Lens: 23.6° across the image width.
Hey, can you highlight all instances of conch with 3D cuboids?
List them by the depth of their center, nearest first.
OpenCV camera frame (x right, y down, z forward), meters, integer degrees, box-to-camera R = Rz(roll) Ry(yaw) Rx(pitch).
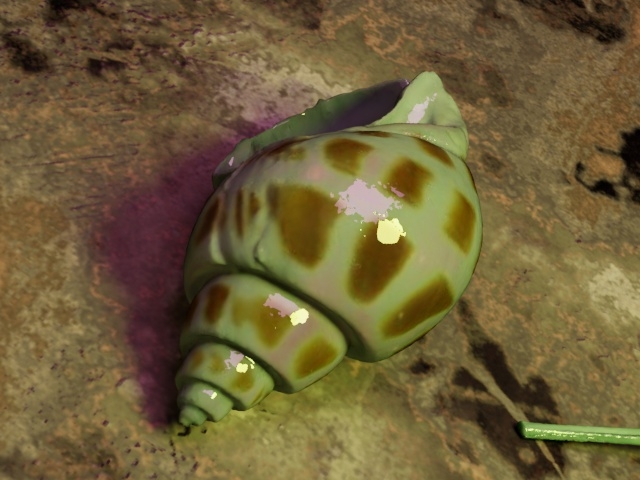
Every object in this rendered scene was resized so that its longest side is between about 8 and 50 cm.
[{"bbox_3d":[0.001,-0.001,1.241,0.249,0.197,0.368,16,30,42],"label":"conch"}]

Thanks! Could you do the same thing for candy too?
[{"bbox_3d":[0.330,0.178,1.371,0.336,0.092,0.093,7,83,-17],"label":"candy"}]
